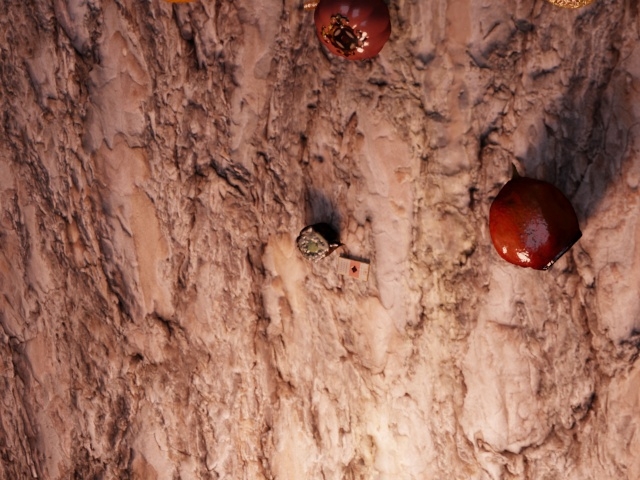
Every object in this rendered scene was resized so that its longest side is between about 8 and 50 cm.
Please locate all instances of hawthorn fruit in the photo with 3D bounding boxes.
[{"bbox_3d":[0.460,-0.053,1.718,0.189,0.189,0.252,-19,89,27],"label":"hawthorn fruit"}]

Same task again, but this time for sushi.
[{"bbox_3d":[-0.001,0.000,1.985,0.098,0.084,0.094,-38,84,23],"label":"sushi"}]

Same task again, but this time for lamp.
[{"bbox_3d":[0.075,-0.496,1.779,0.182,0.140,0.182,19,144,14],"label":"lamp"}]

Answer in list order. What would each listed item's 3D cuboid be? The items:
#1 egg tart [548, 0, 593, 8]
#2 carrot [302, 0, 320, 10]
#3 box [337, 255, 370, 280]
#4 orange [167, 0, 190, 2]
[{"bbox_3d":[0.509,-0.529,1.608,0.130,0.052,0.130,24,155,12],"label":"egg tart"},{"bbox_3d":[0.025,-0.570,1.830,0.139,0.048,0.048,-6,102,23],"label":"carrot"},{"bbox_3d":[0.083,0.071,2.008,0.083,0.012,0.046,13,109,20],"label":"box"},{"bbox_3d":[-0.339,-0.718,1.808,0.340,0.293,0.341,6,106,20],"label":"orange"}]
